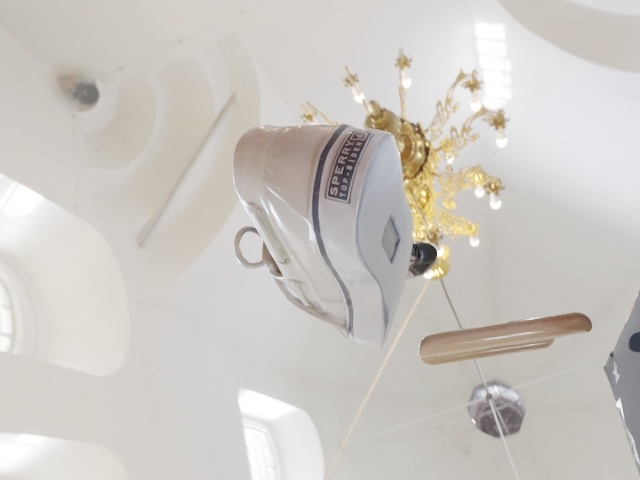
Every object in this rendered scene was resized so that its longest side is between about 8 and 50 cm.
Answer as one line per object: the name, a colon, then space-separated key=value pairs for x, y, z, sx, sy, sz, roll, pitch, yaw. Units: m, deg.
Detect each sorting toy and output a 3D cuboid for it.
sorting toy: x=0.220 y=0.123 z=0.722 sx=0.193 sy=0.208 sz=0.038 roll=-11 pitch=-107 yaw=8

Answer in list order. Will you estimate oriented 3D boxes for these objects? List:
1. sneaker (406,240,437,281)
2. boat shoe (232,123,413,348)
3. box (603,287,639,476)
sneaker: x=0.132 y=0.026 z=0.947 sx=0.178 sy=0.077 sz=0.072 roll=-7 pitch=-114 yaw=-32
boat shoe: x=-0.003 y=0.007 z=0.550 sx=0.156 sy=0.367 sz=0.135 roll=15 pitch=-106 yaw=18
box: x=0.534 y=0.121 z=0.533 sx=0.396 sy=0.293 sz=0.212 roll=-1 pitch=-137 yaw=8
